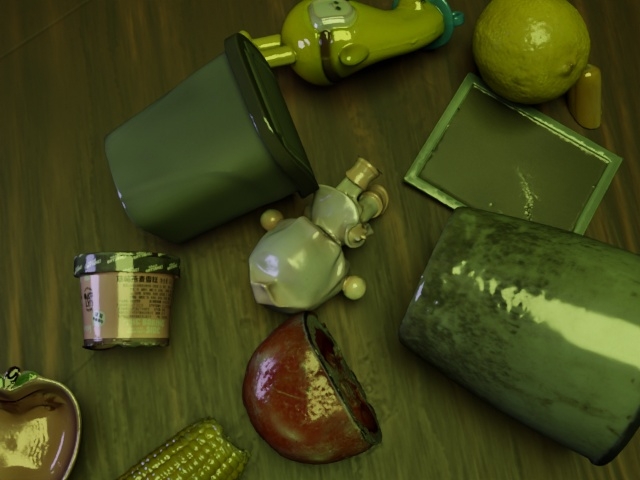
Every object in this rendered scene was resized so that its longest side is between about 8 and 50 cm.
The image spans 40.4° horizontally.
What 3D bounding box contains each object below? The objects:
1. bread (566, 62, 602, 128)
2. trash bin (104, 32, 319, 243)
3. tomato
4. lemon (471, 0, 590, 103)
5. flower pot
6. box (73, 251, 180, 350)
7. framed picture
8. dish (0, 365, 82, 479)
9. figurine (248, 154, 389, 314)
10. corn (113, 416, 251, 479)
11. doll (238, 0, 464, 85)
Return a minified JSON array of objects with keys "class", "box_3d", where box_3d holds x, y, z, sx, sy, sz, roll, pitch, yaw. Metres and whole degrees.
[{"class":"bread","box_3d":[0.434,-0.241,1.444,0.049,0.103,0.062,-25,34,-21]},{"class":"trash bin","box_3d":[-0.156,-0.128,1.255,0.250,0.219,0.219,-28,66,15]},{"class":"tomato","box_3d":[-0.028,0.223,1.234,0.155,0.181,0.214,-28,77,4]},{"class":"lemon","box_3d":[0.330,-0.310,1.387,0.178,0.178,0.203,-26,43,-10]},{"class":"flower pot","box_3d":[0.295,0.116,1.218,0.330,0.293,0.293,22,74,9]},{"class":"box","box_3d":[-0.278,0.090,1.255,0.151,0.151,0.135,0,83,-4]},{"class":"framed picture","box_3d":[0.313,-0.113,1.412,0.293,0.018,0.231,31,75,5]},{"class":"dish","box_3d":[-0.430,0.278,1.219,0.214,0.090,0.213,1,77,-3]},{"class":"figurine","box_3d":[0.000,0.000,1.301,0.200,0.133,0.276,38,75,10]},{"class":"corn","box_3d":[-0.250,0.378,1.185,0.344,0.131,0.131,-39,80,-13]},{"class":"doll","box_3d":[0.059,-0.321,1.383,0.363,0.145,0.199,-13,38,-10]}]
